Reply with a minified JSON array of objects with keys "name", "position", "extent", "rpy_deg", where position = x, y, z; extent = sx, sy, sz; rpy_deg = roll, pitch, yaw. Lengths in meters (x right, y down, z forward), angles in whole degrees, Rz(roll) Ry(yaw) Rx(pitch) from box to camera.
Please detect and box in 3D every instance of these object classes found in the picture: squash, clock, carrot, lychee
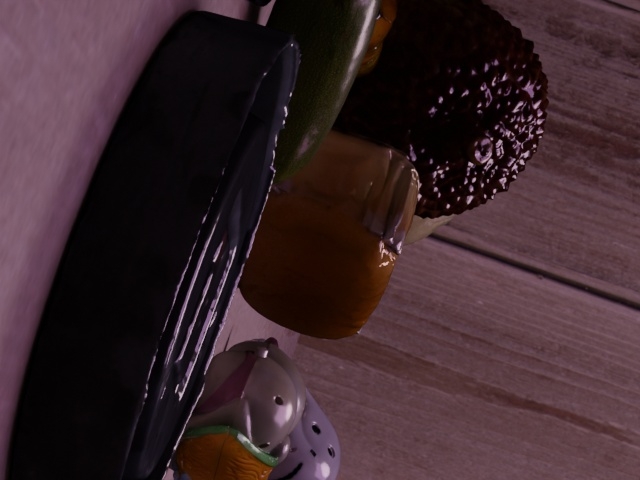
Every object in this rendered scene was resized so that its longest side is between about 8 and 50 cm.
[{"name":"squash","position":[-0.014,-0.100,1.098],"extent":[0.252,0.066,0.066],"rpy_deg":[115,-3,-53]},{"name":"clock","position":[-0.050,0.194,1.705],"extent":[0.080,0.176,0.117],"rpy_deg":[-28,-171,23]},{"name":"clock","position":[-0.079,0.021,0.858],"extent":[0.280,0.055,0.280],"rpy_deg":[19,90,-88]},{"name":"carrot","position":[0.027,-0.182,1.470],"extent":[0.260,0.070,0.070],"rpy_deg":[100,9,-86]},{"name":"clock","position":[-0.071,0.157,1.512],"extent":[0.231,0.103,0.144],"rpy_deg":[-57,165,-88]},{"name":"lychee","position":[0.102,-0.138,1.700],"extent":[0.271,0.236,0.235],"rpy_deg":[-133,-121,-64]}]

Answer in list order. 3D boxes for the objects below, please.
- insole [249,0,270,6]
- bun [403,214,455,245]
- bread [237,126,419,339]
[{"name":"insole","position":[-0.033,-0.171,0.899],"extent":[0.309,0.012,0.110],"rpy_deg":[29,79,-87]},{"name":"bun","position":[0.099,-0.073,2.099],"extent":[0.210,0.116,0.237],"rpy_deg":[-47,-145,-3]},{"name":"bread","position":[0.000,0.000,1.453],"extent":[0.241,0.136,0.107],"rpy_deg":[107,4,-65]}]
